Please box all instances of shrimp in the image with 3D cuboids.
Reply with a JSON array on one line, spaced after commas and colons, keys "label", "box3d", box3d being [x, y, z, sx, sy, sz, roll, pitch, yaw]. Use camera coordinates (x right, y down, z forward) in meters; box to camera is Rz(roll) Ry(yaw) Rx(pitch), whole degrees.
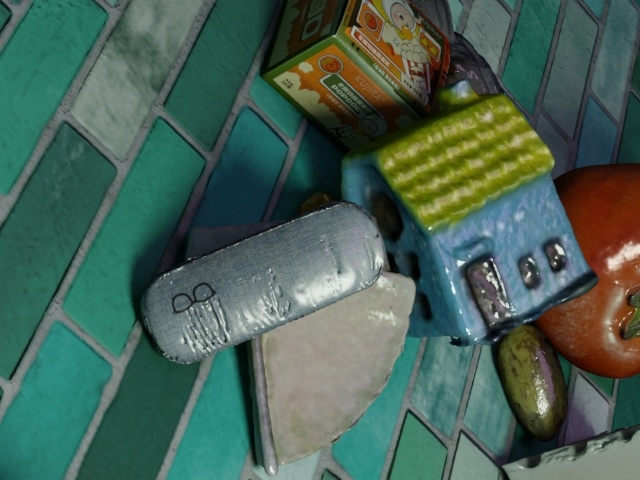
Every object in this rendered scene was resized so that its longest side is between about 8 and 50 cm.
[{"label": "shrimp", "box3d": [-0.007, 0.002, 1.990, 0.162, 0.045, 0.095, -53, 134, -53]}]

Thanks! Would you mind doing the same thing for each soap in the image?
[{"label": "soap", "box3d": [0.433, 0.325, 2.143, 0.302, 0.257, 0.159, -8, 76, -52]}]

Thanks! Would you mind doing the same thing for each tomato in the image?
[{"label": "tomato", "box3d": [0.445, 0.025, 2.272, 0.341, 0.341, 0.273, 29, 23, -37]}]

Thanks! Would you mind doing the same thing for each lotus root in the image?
[{"label": "lotus root", "box3d": [0.299, 0.192, 2.199, 0.089, 0.080, 0.179, -9, 77, -50]}]

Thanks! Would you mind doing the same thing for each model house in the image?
[{"label": "model house", "box3d": [0.171, -0.037, 1.997, 0.237, 0.215, 0.303, -26, 98, -29]}]

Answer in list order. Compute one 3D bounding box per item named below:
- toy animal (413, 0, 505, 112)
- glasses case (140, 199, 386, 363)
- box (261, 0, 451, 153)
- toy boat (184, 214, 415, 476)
[{"label": "toy animal", "box3d": [0.188, -0.210, 2.252, 0.185, 0.122, 0.298, 23, 41, -44]}, {"label": "glasses case", "box3d": [-0.063, 0.045, 1.748, 0.067, 0.282, 0.109, 154, -86, -83]}, {"label": "box", "box3d": [0.052, -0.246, 2.094, 0.195, 0.148, 0.177, 41, 43, -28]}, {"label": "toy boat", "box3d": [-0.011, 0.090, 1.856, 0.276, 0.111, 0.293, -22, 93, -28]}]
